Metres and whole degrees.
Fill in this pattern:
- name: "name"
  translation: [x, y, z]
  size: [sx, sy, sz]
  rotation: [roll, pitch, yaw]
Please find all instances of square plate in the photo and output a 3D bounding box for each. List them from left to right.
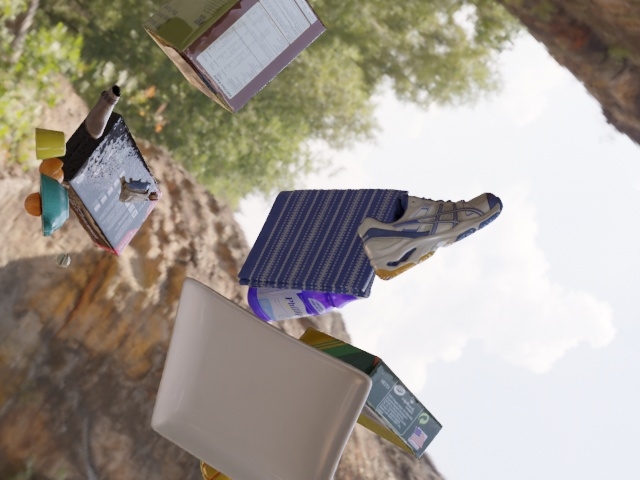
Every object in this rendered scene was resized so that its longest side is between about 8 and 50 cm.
- name: "square plate"
  translation: [-0.106, 0.264, 1.426]
  size: [0.049, 0.344, 0.347]
  rotation: [-39, 152, -55]

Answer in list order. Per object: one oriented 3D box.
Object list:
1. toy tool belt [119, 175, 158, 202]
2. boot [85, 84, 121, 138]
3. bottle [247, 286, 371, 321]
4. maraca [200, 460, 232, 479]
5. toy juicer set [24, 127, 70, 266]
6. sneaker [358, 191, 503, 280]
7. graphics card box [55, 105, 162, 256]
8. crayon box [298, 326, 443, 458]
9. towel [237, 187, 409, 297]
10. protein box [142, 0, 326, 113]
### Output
- name: "toy tool belt"
  translation: [-0.349, -0.100, 1.664]
  size: [0.052, 0.083, 0.051]
  rotation: [10, -78, 47]
- name: "boot"
  translation: [-0.457, -0.278, 1.832]
  size: [0.087, 0.042, 0.118]
  rotation: [-43, -143, 24]
- name: "bottle"
  translation: [-0.024, 0.119, 1.976]
  size: [0.283, 0.118, 0.092]
  rotation: [-10, -130, 24]
- name: "maraca"
  translation: [-0.200, 0.459, 1.848]
  size: [0.127, 0.185, 0.099]
  rotation: [-11, 177, 8]
- name: "toy juicer set"
  translation: [-0.593, -0.061, 1.868]
  size: [0.209, 0.090, 0.329]
  rotation: [128, -45, -61]
- name: "sneaker"
  translation: [0.206, -0.043, 1.593]
  size: [0.296, 0.131, 0.112]
  rotation: [-27, 174, -25]
- name: "graphics card box"
  translation: [-0.561, -0.149, 2.279]
  size: [0.232, 0.094, 0.371]
  rotation: [-59, 159, -22]
- name: "crayon box"
  translation: [0.063, 0.273, 1.627]
  size: [0.081, 0.202, 0.318]
  rotation: [-49, -153, -15]
- name: "towel"
  translation: [0.000, 0.000, 1.733]
  size: [0.336, 0.040, 0.243]
  rotation: [2, -121, 39]
- name: "protein box"
  translation: [-0.140, -0.339, 1.375]
  size: [0.201, 0.136, 0.200]
  rotation: [-43, -143, -5]
